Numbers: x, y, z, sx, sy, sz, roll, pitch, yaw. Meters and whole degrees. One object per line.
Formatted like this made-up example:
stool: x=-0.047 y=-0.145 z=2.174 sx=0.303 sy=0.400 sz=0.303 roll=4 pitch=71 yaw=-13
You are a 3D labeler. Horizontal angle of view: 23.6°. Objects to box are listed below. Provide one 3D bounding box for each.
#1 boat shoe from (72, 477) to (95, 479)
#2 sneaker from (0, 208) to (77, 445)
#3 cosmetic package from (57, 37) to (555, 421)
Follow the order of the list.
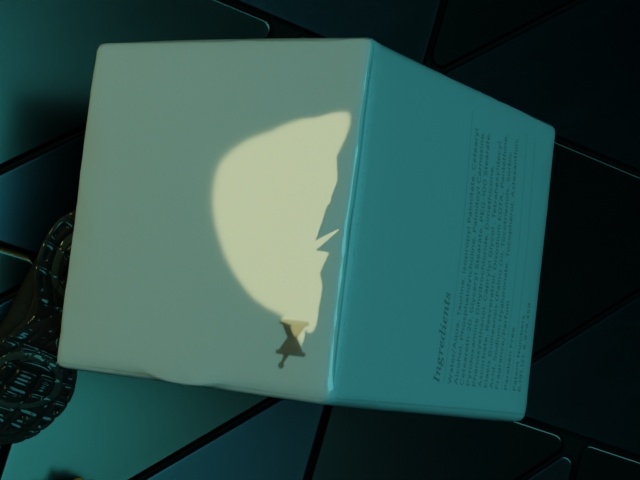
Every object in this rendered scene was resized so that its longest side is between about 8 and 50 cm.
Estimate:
boat shoe: x=-0.255 y=0.318 z=1.638 sx=0.342 sy=0.123 sz=0.123 roll=10 pitch=54 yaw=-18
sneaker: x=-0.287 y=0.089 z=1.624 sx=0.109 sy=0.130 sz=0.286 roll=31 pitch=99 yaw=-12
cosmetic package: x=0.000 y=0.000 z=1.551 sx=0.393 sy=0.329 sz=0.327 roll=14 pitch=82 yaw=-56
